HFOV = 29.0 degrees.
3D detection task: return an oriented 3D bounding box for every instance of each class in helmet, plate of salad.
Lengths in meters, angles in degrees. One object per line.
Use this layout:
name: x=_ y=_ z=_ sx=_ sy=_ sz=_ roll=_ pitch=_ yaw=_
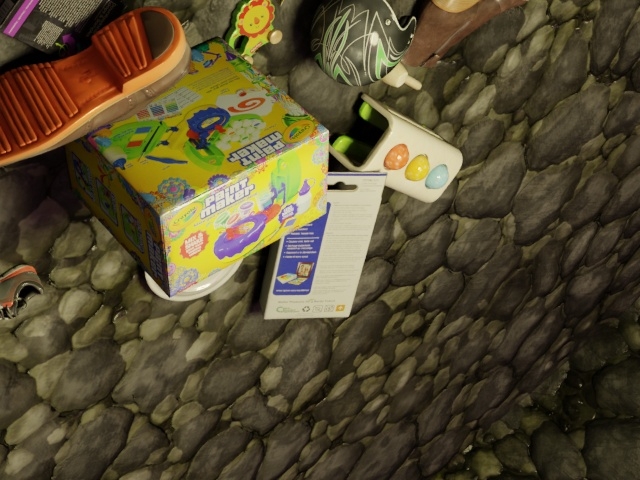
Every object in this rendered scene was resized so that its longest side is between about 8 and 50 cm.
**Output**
helmet: x=0.062 y=-0.333 z=1.994 sx=0.161 sy=0.169 sz=0.169 roll=-24 pitch=144 yaw=-58
plate of salad: x=-0.219 y=0.020 z=2.159 sx=0.200 sy=0.048 sz=0.200 roll=-20 pitch=133 yaw=-23

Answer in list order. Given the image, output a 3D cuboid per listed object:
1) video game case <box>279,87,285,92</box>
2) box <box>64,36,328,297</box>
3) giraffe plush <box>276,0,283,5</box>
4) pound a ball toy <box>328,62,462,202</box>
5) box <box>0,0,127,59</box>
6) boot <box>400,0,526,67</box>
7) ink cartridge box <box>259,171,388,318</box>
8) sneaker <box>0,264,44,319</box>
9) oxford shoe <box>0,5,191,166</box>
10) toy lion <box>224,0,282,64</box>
video game case: x=-0.099 y=-0.172 z=2.118 sx=0.166 sy=0.015 sz=0.119 roll=-47 pitch=147 yaw=0
box: x=-0.185 y=-0.116 z=1.833 sx=0.290 sy=0.279 sz=0.177 roll=-28 pitch=143 yaw=-26
giraffe plush: x=-0.099 y=-0.437 z=1.702 sx=0.170 sy=0.181 sz=0.210 roll=2 pitch=108 yaw=-36
pound a ball toy: x=0.160 y=-0.196 z=2.280 sx=0.208 sy=0.136 sz=0.319 roll=-54 pitch=148 yaw=11
box: x=-0.351 y=-0.307 z=1.669 sx=0.116 sy=0.029 sz=0.162 roll=-52 pitch=146 yaw=10
boot: x=0.256 y=-0.404 z=2.240 sx=0.248 sy=0.090 sz=0.207 roll=-6 pitch=142 yaw=-48
ink cartridge box: x=0.000 y=0.000 z=2.307 sx=0.176 sy=0.069 sz=0.371 roll=0 pitch=134 yaw=-16
sneaker: x=-0.498 y=0.098 z=1.904 sx=0.158 sy=0.065 sz=0.061 roll=-36 pitch=146 yaw=-17
oxford shoe: x=-0.337 y=-0.182 z=1.703 sx=0.364 sy=0.130 sz=0.133 roll=-26 pitch=159 yaw=-1
toy lion: x=-0.110 y=-0.330 z=1.924 sx=0.100 sy=0.034 sz=0.096 roll=-43 pitch=141 yaw=-6
